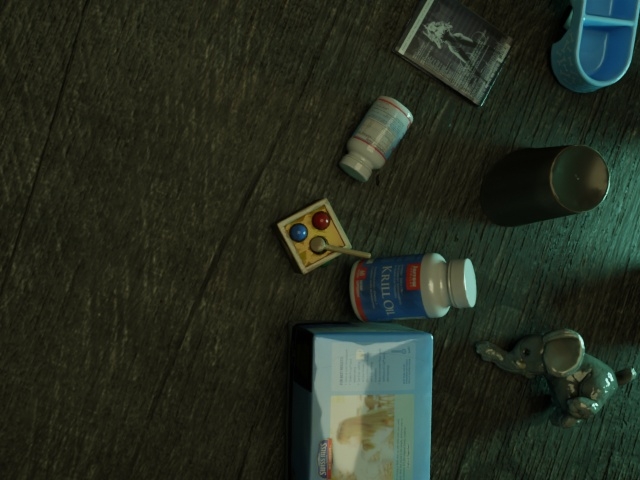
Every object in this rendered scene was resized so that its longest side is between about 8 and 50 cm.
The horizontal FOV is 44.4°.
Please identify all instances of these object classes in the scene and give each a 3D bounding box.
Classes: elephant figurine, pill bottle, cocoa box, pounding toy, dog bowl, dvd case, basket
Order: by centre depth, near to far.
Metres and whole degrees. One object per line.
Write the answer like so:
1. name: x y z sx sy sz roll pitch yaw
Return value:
1. cocoa box: 0.063 0.331 1.458 0.231 0.228 0.347 2 89 -14
2. pill bottle: 0.176 0.088 1.489 0.221 0.124 0.124 -7 92 23
3. pounding toy: 0.000 0.000 1.510 0.130 0.100 0.141 -29 96 -12
4. pill bottle: 0.106 -0.198 1.544 0.087 0.087 0.160 35 82 -11
5. basket: 0.455 -0.115 1.558 0.204 0.227 0.154 -33 97 -13
6. elephant figurine: 0.478 0.249 1.609 0.186 0.169 0.239 -29 80 -41
7. dvd case: 0.278 -0.403 1.624 0.221 0.018 0.165 31 84 -13
8. dog bowl: 0.584 -0.460 1.641 0.165 0.074 0.298 2 100 -16

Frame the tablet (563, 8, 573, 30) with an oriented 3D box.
1. tablet: 0.571 -0.464 1.702 0.083 0.006 0.054 30 83 -11
